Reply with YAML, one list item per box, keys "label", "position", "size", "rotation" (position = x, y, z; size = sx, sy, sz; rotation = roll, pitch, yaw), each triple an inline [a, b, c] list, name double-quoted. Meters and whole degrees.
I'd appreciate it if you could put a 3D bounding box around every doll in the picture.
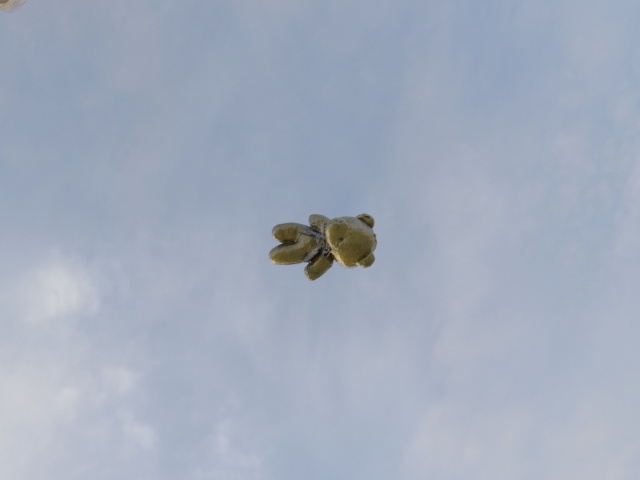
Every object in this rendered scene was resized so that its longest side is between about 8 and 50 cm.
- label: "doll"
  position: [0.000, 0.000, 1.210]
  size: [0.209, 0.137, 0.097]
  rotation: [-4, -34, 14]

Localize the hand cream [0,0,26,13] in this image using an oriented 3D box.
- label: "hand cream"
  position: [-0.208, -0.261, 0.529]
  size: [0.256, 0.084, 0.050]
  rotation: [-32, -32, 22]
